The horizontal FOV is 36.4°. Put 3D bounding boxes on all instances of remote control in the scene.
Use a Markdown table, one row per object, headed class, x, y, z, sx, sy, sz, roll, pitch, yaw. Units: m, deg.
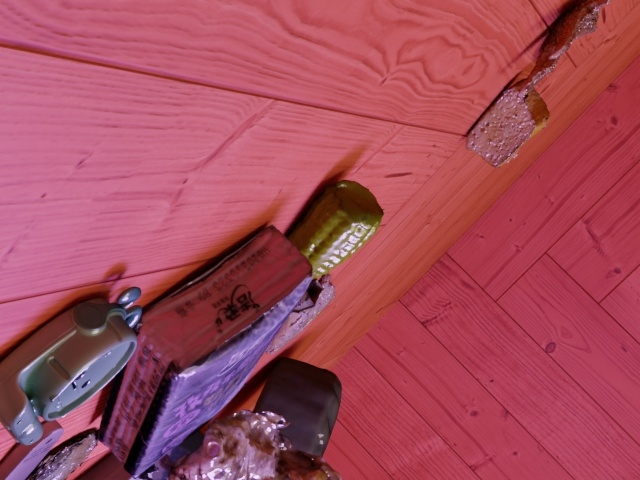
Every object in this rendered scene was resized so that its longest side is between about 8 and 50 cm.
| class | x | y | z | sx | sy | sz | roll | pitch | yaw |
| --- | --- | --- | --- | --- | --- | --- | --- | --- | --- |
| remote control | -0.412 | 0.317 | 1.250 | 0.245 | 0.022 | 0.077 | -48 | 171 | 18 |

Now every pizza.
| class | x | y | z | sx | sy | sz | roll | pitch | yaw |
| --- | --- | --- | --- | --- | --- | --- | --- | --- | --- |
| pizza | -0.024 | 0.140 | 1.997 | 0.181 | 0.034 | 0.262 | -37 | 167 | -33 |

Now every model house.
| class | x | y | z | sx | sy | sz | roll | pitch | yaw |
| --- | --- | --- | --- | --- | --- | --- | --- | --- | --- |
| model house | -0.040 | 0.100 | 1.754 | 0.058 | 0.057 | 0.083 | -20 | -154 | 35 |

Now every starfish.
| class | x | y | z | sx | sy | sz | roll | pitch | yaw |
| --- | --- | --- | --- | --- | --- | --- | --- | --- | --- |
| starfish | 0.433 | -0.359 | 1.716 | 0.302 | 0.060 | 0.299 | -43 | 177 | -39 |

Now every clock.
| class | x | y | z | sx | sy | sz | roll | pitch | yaw |
| --- | --- | --- | --- | --- | --- | --- | --- | --- | --- |
| clock | -0.251 | 0.122 | 0.992 | 0.188 | 0.060 | 0.148 | -41 | 169 | -20 |

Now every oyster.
| class | x | y | z | sx | sy | sz | roll | pitch | yaw |
| --- | --- | --- | --- | --- | --- | --- | --- | --- | --- |
| oyster | -0.112 | 0.386 | 1.532 | 0.238 | 0.115 | 0.351 | -43 | 137 | -12 |

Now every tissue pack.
| class | x | y | z | sx | sy | sz | roll | pitch | yaw |
| --- | --- | --- | --- | --- | --- | --- | --- | --- | --- |
| tissue pack | -0.163 | 0.159 | 1.332 | 0.259 | 0.122 | 0.361 | -39 | 166 | -35 |

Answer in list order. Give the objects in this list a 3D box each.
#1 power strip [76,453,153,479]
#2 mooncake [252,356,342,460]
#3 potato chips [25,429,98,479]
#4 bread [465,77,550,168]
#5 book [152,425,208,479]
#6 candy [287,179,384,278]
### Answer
| class | x | y | z | sx | sy | sz | roll | pitch | yaw |
| --- | --- | --- | --- | --- | --- | --- | --- | --- | --- |
| power strip | -0.403 | 0.518 | 1.709 | 0.229 | 0.141 | 0.261 | -37 | 139 | -37 |
| mooncake | -0.076 | 0.465 | 2.357 | 0.356 | 0.194 | 0.356 | 23 | 90 | -86 |
| potato chips | -0.405 | 0.353 | 1.414 | 0.202 | 0.029 | 0.220 | -46 | 172 | 5 |
| bread | 0.359 | -0.220 | 1.864 | 0.187 | 0.103 | 0.065 | -46 | 168 | 35 |
| book | -0.202 | 0.488 | 1.745 | 0.260 | 0.371 | 0.043 | -50 | 168 | 30 |
| candy | 0.000 | 0.000 | 1.402 | 0.209 | 0.097 | 0.097 | -44 | 172 | 36 |
